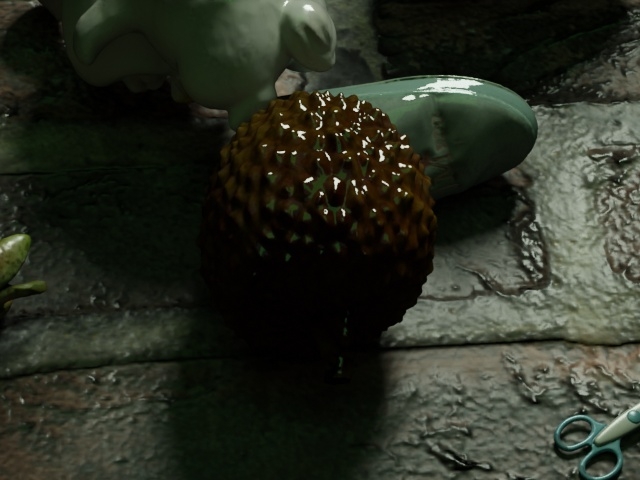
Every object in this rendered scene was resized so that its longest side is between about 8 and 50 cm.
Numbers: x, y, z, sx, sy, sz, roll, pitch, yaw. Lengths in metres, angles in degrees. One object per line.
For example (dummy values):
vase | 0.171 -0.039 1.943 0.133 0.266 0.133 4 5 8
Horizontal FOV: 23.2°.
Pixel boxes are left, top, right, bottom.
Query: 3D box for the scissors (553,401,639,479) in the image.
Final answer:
scissors | 0.239 0.140 1.211 0.119 0.014 0.058 -30 64 -19

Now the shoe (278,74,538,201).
shoe | 0.058 -0.071 1.306 0.251 0.103 0.100 -1 53 2

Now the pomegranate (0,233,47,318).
pomegranate | -0.327 0.069 1.125 0.236 0.236 0.302 21 32 12

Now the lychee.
lychee | 0.000 0.000 1.192 0.200 0.200 0.238 -9 62 -9

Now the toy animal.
toy animal | -0.126 -0.203 1.334 0.208 0.154 0.325 -21 37 -19
